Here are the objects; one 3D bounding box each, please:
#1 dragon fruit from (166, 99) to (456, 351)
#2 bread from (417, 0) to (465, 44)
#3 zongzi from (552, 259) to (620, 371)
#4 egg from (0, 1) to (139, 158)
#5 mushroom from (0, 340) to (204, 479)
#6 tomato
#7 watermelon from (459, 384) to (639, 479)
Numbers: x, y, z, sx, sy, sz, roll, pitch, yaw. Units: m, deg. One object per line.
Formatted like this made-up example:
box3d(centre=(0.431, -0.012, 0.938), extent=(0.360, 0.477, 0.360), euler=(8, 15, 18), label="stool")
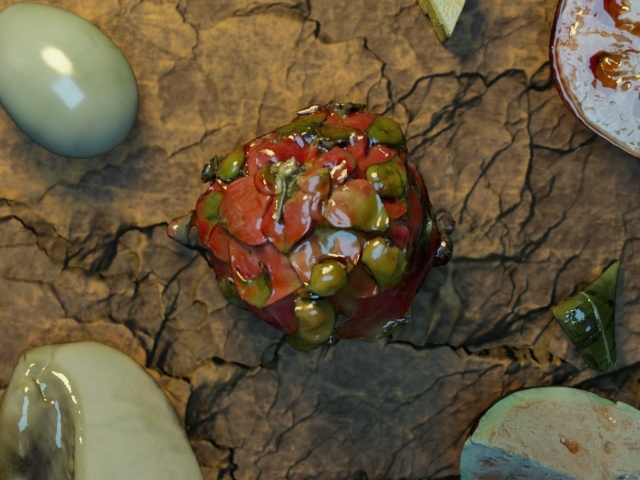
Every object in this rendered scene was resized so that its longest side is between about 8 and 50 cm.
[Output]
box3d(centre=(0.000, 0.000, 1.586), extent=(0.314, 0.263, 0.296), euler=(-32, 98, 0), label="dragon fruit")
box3d(centre=(0.125, -0.299, 1.649), extent=(0.109, 0.084, 0.080), euler=(27, 92, -6), label="bread")
box3d(centre=(0.365, 0.098, 1.731), extent=(0.113, 0.052, 0.104), euler=(-38, 105, -12), label="zongzi")
box3d(centre=(-0.306, -0.191, 1.602), extent=(0.151, 0.151, 0.209), euler=(-41, 91, 2), label="egg")
box3d(centre=(-0.285, 0.336, 1.647), extent=(0.224, 0.313, 0.397), euler=(-2, 61, -29), label="mushroom")
box3d(centre=(0.431, -0.251, 1.645), extent=(0.338, 0.144, 0.338), euler=(0, 96, 1), label="tomato")
box3d(centre=(0.303, 0.290, 1.677), extent=(0.305, 0.180, 0.224), euler=(21, 83, -7), label="watermelon")
